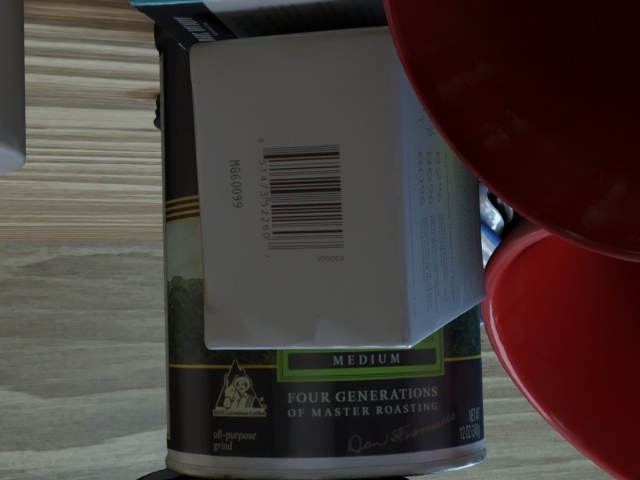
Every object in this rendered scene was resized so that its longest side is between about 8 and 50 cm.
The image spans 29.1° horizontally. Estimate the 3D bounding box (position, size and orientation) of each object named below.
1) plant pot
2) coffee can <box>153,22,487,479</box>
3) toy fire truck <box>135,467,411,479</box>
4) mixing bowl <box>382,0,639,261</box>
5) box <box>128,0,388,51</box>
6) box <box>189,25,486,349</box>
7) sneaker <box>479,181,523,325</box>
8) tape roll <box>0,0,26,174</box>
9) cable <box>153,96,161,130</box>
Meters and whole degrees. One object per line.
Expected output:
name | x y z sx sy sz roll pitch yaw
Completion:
plant pot | 0.262 -0.001 0.669 0.275 0.243 0.275 28 151 17
coffee can | 0.000 0.000 0.772 0.201 0.275 0.201 -2 177 0
toy fire truck | 0.031 0.200 0.748 0.246 0.159 0.217 -13 179 -17
mixing bowl | 0.118 -0.094 0.392 0.098 0.181 0.181 -28 -165 -39
box | 0.049 -0.124 0.520 0.244 0.060 0.100 -2 177 7
box | 0.016 -0.025 0.572 0.091 0.130 0.170 -2 -177 18
sneaker | 0.100 -0.037 1.308 0.322 0.130 0.236 31 150 -4
tape roll | -0.301 -0.089 0.654 0.286 0.100 0.286 -1 176 0
cable | 0.011 -0.104 1.009 0.287 0.072 0.139 8 178 23
